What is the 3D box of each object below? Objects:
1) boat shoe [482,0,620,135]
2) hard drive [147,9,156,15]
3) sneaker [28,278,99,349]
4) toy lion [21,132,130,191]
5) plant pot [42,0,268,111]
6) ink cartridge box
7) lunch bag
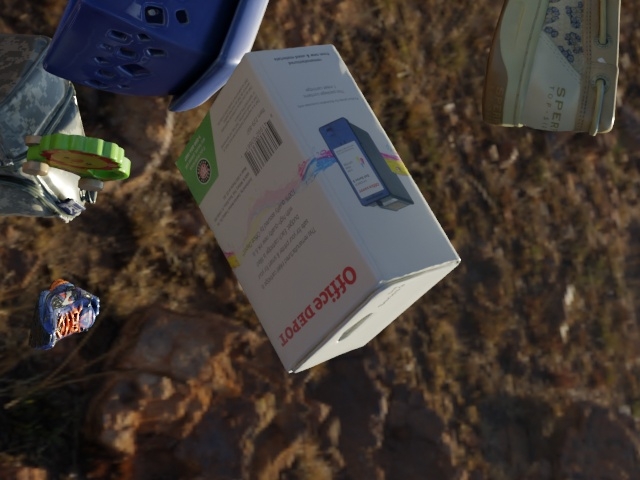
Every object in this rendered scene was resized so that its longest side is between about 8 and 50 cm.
[{"bbox_3d":[0.191,-0.190,0.739,0.104,0.089,0.285,74,34,-61],"label":"boat shoe"},{"bbox_3d":[-0.275,-0.452,1.849,0.022,0.094,0.135,116,-45,-71],"label":"hard drive"},{"bbox_3d":[-0.407,0.117,1.669,0.221,0.087,0.083,-88,-169,-73],"label":"sneaker"},{"bbox_3d":[-0.206,-0.072,0.913,0.100,0.096,0.034,18,73,-50],"label":"toy lion"},{"bbox_3d":[-0.191,-0.304,1.308,0.212,0.236,0.236,24,70,-20],"label":"plant pot"},{"bbox_3d":[-0.009,-0.024,0.831,0.093,0.154,0.212,-13,67,-38],"label":"ink cartridge box"},{"bbox_3d":[-0.496,-0.146,1.508,0.256,0.305,0.213,78,19,-45],"label":"lunch bag"}]
